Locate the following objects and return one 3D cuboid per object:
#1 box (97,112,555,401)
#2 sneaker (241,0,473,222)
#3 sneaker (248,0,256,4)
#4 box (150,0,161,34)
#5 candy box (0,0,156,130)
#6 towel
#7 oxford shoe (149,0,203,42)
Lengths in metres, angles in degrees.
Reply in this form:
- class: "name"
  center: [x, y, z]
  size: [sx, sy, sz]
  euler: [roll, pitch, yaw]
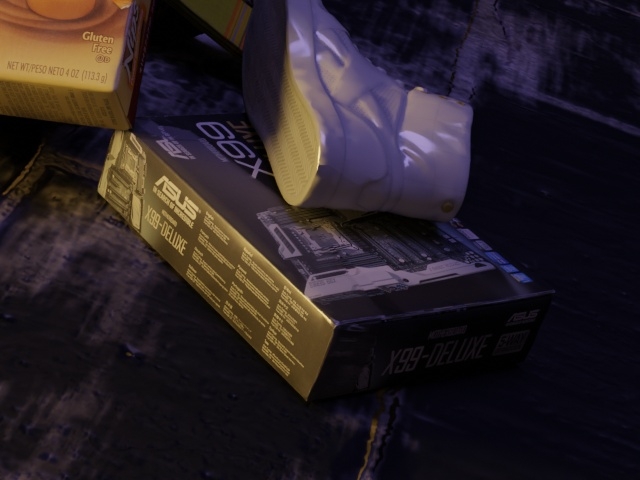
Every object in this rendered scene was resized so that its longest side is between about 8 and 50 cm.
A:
- class: "box"
  center: [0.000, 0.000, 1.479]
  size: [0.242, 0.077, 0.307]
  euler: [-5, 36, -41]
- class: "sneaker"
  center: [0.035, -0.115, 1.529]
  size: [0.169, 0.108, 0.292]
  euler: [10, 38, -22]
- class: "sneaker"
  center: [-0.054, -0.268, 1.978]
  size: [0.083, 0.070, 0.185]
  euler: [16, 19, 11]
- class: "box"
  center: [-0.216, -0.271, 1.625]
  size: [0.143, 0.270, 0.165]
  euler: [23, 27, 6]
- class: "candy box"
  center: [-0.295, -0.205, 1.469]
  size: [0.316, 0.087, 0.183]
  euler: [8, 70, 6]
- class: "towel"
  center: [-0.118, -0.239, 1.812]
  size: [0.237, 0.021, 0.102]
  euler: [38, 27, -14]
- class: "oxford shoe"
  center: [-0.189, -0.284, 1.894]
  size: [0.096, 0.083, 0.227]
  euler: [-8, 50, -48]
